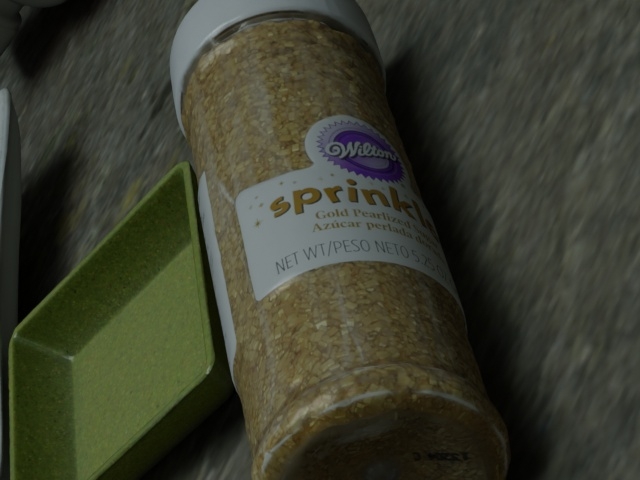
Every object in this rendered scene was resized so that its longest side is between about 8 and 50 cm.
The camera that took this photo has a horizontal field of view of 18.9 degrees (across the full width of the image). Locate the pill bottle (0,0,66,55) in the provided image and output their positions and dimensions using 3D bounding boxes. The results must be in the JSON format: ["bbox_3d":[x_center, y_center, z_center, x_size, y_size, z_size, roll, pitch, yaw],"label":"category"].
[{"bbox_3d":[-0.225,-0.292,1.518,0.301,0.169,0.169,-53,31,12],"label":"pill bottle"}]

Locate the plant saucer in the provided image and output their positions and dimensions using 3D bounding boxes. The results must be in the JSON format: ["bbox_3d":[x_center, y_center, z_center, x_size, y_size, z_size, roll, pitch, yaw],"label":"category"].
[{"bbox_3d":[-0.115,0.075,1.164,0.188,0.045,0.188,-43,35,25],"label":"plant saucer"}]

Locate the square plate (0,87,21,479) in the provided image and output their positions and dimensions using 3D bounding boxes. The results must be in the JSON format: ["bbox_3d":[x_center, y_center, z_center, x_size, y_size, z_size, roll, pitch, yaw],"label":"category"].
[{"bbox_3d":[-0.316,0.112,1.396,0.347,0.049,0.344,-37,43,33],"label":"square plate"}]

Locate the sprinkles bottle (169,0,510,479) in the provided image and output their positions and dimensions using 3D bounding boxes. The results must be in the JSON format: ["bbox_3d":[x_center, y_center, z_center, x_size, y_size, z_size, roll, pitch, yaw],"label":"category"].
[{"bbox_3d":[0.000,0.000,0.988,0.121,0.121,0.355,-45,34,23],"label":"sprinkles bottle"}]
